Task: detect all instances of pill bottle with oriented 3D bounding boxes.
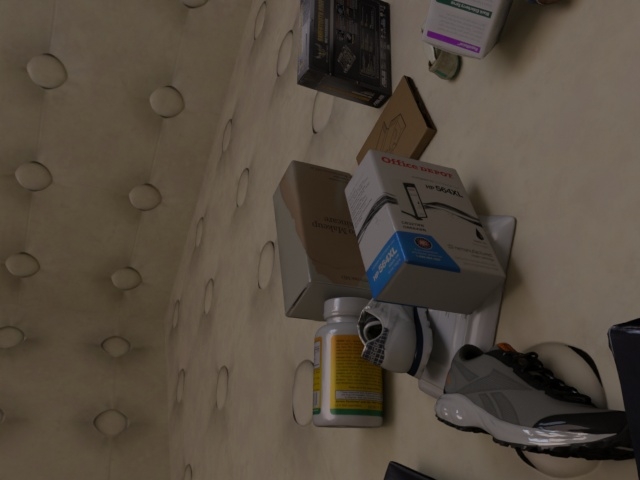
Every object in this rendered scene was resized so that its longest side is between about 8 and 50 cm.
[{"bbox_3d":[0.047,0.207,0.960,0.117,0.117,0.209,143,132,-59],"label":"pill bottle"}]

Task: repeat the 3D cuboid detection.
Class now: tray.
[{"bbox_3d":[0.189,0.095,0.786,0.145,0.030,0.271,-170,90,-66],"label":"tray"}]

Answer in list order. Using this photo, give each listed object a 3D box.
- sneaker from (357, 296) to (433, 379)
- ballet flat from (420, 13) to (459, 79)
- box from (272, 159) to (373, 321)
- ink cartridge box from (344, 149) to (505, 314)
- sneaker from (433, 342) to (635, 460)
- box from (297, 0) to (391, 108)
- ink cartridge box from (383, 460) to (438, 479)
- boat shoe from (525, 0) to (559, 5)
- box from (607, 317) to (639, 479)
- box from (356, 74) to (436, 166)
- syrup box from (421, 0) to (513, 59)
[{"bbox_3d":[0.103,0.112,0.853,0.235,0.094,0.090,-89,9,-69],"label":"sneaker"},{"bbox_3d":[0.192,-0.339,0.930,0.057,0.052,0.168,131,143,-51],"label":"ballet flat"},{"bbox_3d":[0.000,0.000,1.125,0.121,0.147,0.311,123,147,-42],"label":"box"},{"bbox_3d":[0.129,-0.015,0.742,0.203,0.148,0.086,-102,30,-41],"label":"ink cartridge box"},{"bbox_3d":[0.218,0.166,0.604,0.271,0.100,0.108,-10,66,66],"label":"sneaker"},{"bbox_3d":[0.049,-0.394,1.125,0.056,0.182,0.231,143,132,-59],"label":"box"},{"bbox_3d":[0.126,0.444,0.645,0.303,0.072,0.307,-16,48,64],"label":"ink cartridge box"},{"bbox_3d":[0.306,-0.375,0.675,0.066,0.066,0.183,-126,43,-50],"label":"boat shoe"},{"bbox_3d":[0.313,0.166,0.164,0.343,0.178,0.313,169,92,-66],"label":"box"},{"bbox_3d":[0.133,-0.175,1.043,0.165,0.021,0.201,-102,32,-42],"label":"box"},{"bbox_3d":[0.214,-0.369,0.729,0.093,0.096,0.237,-46,-24,-45],"label":"syrup box"}]
